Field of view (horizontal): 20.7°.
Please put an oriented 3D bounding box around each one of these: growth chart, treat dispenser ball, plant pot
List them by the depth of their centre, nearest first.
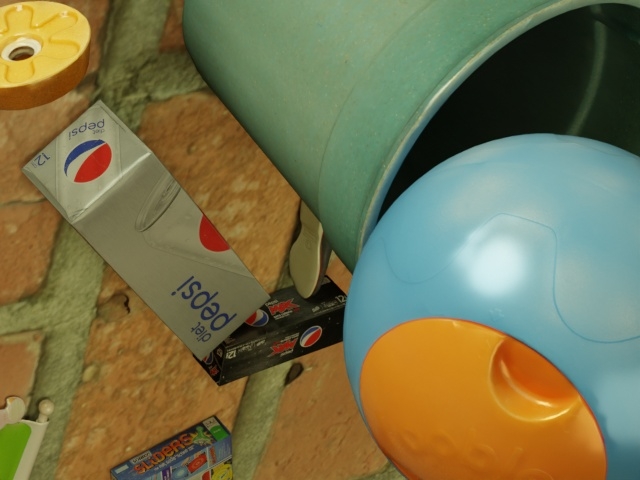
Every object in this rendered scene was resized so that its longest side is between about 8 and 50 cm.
[{"bbox_3d":[0.160,0.067,1.256,0.288,0.288,0.288,-27,141,-24],"label":"treat dispenser ball"},{"bbox_3d":[0.074,-0.145,1.494,0.341,0.334,0.341,-26,141,-24],"label":"plant pot"},{"bbox_3d":[-0.371,0.234,1.698,0.237,0.021,0.172,-13,133,-38],"label":"growth chart"}]

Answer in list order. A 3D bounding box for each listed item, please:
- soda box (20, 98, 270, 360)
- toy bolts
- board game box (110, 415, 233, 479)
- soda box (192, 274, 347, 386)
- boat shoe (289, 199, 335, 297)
[{"bbox_3d":[-0.154,-0.004,1.615,0.098,0.091,0.286,-42,145,-5],"label":"soda box"},{"bbox_3d":[-0.234,-0.224,1.244,0.228,0.218,0.158,-45,143,-33],"label":"toy bolts"},{"bbox_3d":[-0.161,0.299,1.958,0.136,0.035,0.201,-26,140,-25],"label":"board game box"},{"bbox_3d":[-0.049,0.094,1.850,0.169,0.053,0.060,-17,137,-33],"label":"soda box"},{"bbox_3d":[0.000,0.000,1.814,0.043,0.049,0.137,-18,132,-36],"label":"boat shoe"}]
